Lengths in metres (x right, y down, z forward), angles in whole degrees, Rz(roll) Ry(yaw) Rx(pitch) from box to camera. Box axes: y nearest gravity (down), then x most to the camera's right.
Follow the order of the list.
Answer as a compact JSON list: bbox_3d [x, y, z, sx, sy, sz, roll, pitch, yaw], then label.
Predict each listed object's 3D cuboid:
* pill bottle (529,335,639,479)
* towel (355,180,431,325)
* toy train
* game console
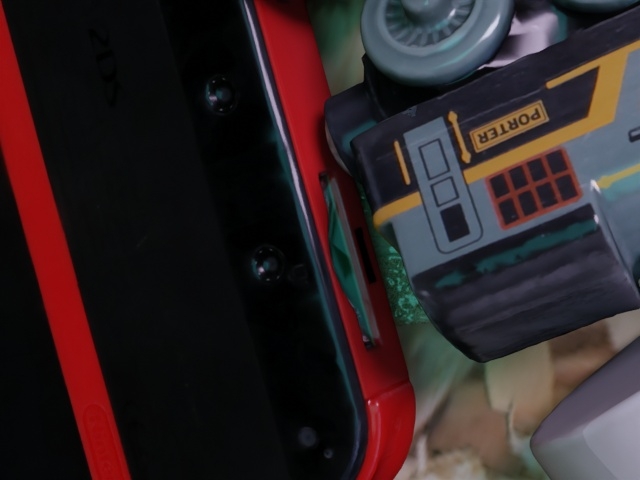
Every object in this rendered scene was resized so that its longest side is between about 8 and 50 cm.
[{"bbox_3d":[0.271,0.188,0.485,0.204,0.204,0.361,-39,83,13],"label":"pill bottle"},{"bbox_3d":[0.000,0.000,0.640,0.148,0.027,0.110,0,94,15],"label":"towel"},{"bbox_3d":[0.163,-0.075,0.512,0.334,0.142,0.190,-22,61,15],"label":"toy train"},{"bbox_3d":[-0.140,-0.002,0.655,0.342,0.060,0.386,-16,88,27],"label":"game console"}]
